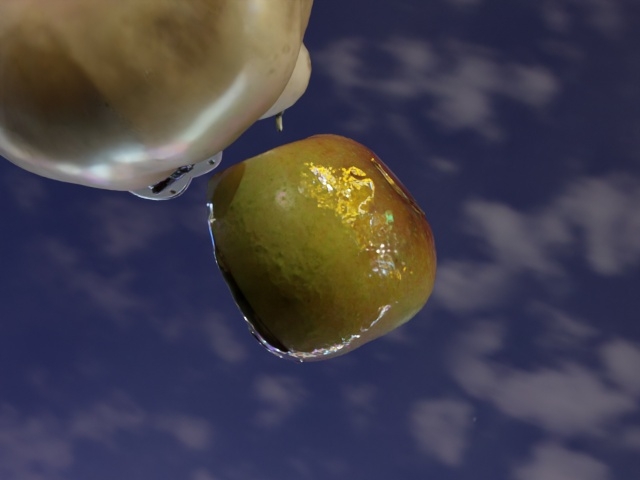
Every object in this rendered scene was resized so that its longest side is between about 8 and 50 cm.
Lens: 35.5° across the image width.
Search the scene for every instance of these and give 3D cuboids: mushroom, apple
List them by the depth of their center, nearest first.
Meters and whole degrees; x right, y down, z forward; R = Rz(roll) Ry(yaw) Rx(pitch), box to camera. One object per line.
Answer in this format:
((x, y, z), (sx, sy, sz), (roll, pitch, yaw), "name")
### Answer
((-0.167, -0.209, 0.868), (0.325, 0.353, 0.353), (-12, -66, -6), "mushroom")
((0.000, 0.000, 0.892), (0.174, 0.207, 0.188), (-10, -72, 52), "apple")

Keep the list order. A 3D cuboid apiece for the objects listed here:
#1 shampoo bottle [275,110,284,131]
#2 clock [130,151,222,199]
((-0.178, -0.198, 1.395), (0.262, 0.085, 0.085), (1, -56, -19), "shampoo bottle")
((-0.263, -0.136, 1.601), (0.198, 0.064, 0.172), (-33, -48, 32), "clock")
